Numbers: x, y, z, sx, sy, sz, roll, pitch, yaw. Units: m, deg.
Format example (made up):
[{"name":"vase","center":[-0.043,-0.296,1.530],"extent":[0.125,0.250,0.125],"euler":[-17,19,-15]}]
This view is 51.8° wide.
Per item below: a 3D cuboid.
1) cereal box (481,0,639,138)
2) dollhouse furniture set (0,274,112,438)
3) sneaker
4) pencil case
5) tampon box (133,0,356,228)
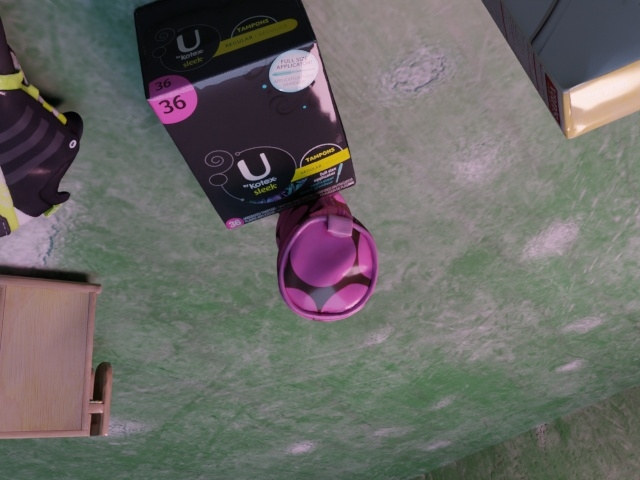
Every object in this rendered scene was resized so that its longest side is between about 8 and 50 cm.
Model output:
[{"name":"cereal box","center":[0.168,-0.187,0.372],"extent":[0.173,0.240,0.047],"euler":[-24,146,9]},{"name":"dollhouse furniture set","center":[-0.348,0.147,0.766],"extent":[0.212,0.161,0.242],"euler":[9,161,-34]},{"name":"sneaker","center":[-0.233,-0.098,0.497],"extent":[0.097,0.084,0.234],"euler":[-25,156,-33]},{"name":"pencil case","center":[0.000,0.000,0.604],"extent":[0.095,0.209,0.098],"euler":[23,98,-10]},{"name":"tampon box","center":[-0.052,-0.107,0.516],"extent":[0.120,0.101,0.161],"euler":[-20,146,3]}]
